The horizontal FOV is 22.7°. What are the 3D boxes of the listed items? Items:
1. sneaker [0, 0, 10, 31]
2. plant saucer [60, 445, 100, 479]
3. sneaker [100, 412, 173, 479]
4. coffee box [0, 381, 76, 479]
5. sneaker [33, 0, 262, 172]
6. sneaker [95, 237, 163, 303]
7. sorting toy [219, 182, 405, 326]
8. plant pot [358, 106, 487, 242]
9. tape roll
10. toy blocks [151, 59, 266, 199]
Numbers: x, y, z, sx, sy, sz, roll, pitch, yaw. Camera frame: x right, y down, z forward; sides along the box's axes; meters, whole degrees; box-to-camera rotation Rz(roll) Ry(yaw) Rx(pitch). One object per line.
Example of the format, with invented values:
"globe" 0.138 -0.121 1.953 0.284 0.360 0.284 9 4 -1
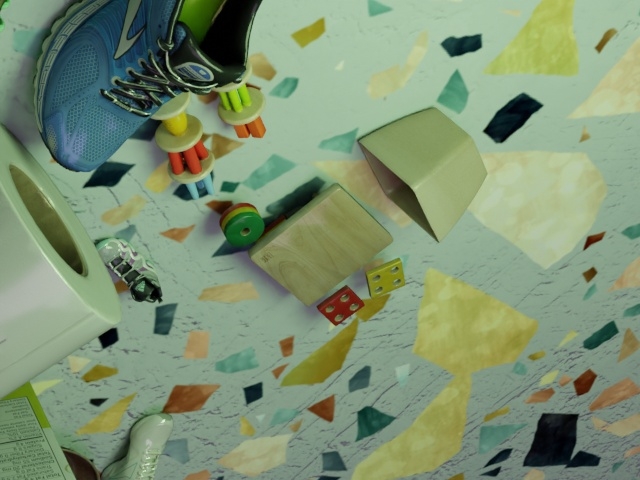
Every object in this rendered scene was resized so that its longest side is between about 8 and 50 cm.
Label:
"sneaker" -0.340 -0.210 1.420 0.410 0.158 0.182 -44 168 14
"plant saucer" -0.372 0.311 1.969 0.198 0.036 0.199 -16 137 -16
"sneaker" -0.222 0.280 2.006 0.053 0.061 0.152 12 123 -36
"coffee box" -0.439 0.376 1.707 0.338 0.334 0.338 -9 118 -21
"sneaker" -0.155 -0.184 1.506 0.129 0.147 0.330 18 122 -41
"sneaker" -0.206 0.040 1.763 0.038 0.069 0.098 -42 138 14
"sorting toy" 0.000 0.000 1.859 0.132 0.046 0.274 -38 138 9
"plant pot" 0.125 -0.084 1.808 0.096 0.109 0.109 -39 140 -8
"tape roll" -0.329 0.023 1.542 0.169 0.246 0.246 -32 139 4
"toy blocks" -0.111 -0.113 1.674 0.123 0.054 0.148 -24 139 -5
